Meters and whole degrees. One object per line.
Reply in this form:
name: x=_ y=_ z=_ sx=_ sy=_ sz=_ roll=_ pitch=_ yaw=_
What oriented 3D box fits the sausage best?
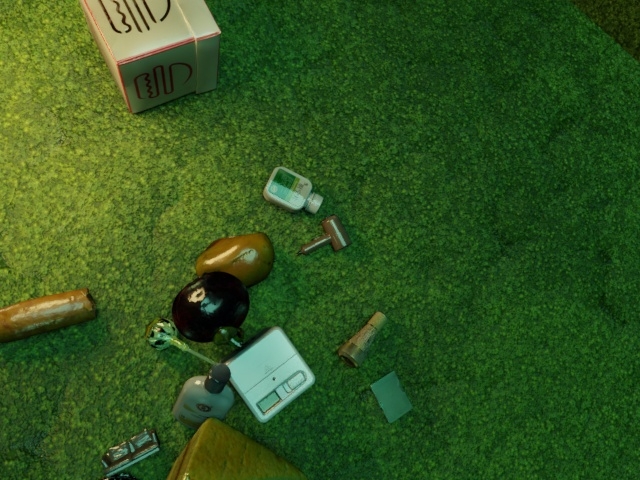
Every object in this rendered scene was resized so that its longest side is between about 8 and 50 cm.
sausage: x=-0.750 y=0.203 z=1.317 sx=0.271 sy=0.109 sz=0.108 roll=-14 pitch=83 yaw=-15

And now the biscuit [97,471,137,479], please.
biscuit: x=-0.545 y=0.720 z=1.294 sx=0.195 sy=0.053 sz=0.194 roll=3 pitch=78 yaw=-16

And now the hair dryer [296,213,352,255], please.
hair dryer: x=0.000 y=0.000 z=1.587 sx=0.182 sy=0.064 sz=0.117 roll=-27 pitch=86 yaw=-13

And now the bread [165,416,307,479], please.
bread: x=-0.215 y=0.670 z=1.276 sx=0.362 sy=0.245 sz=0.233 roll=31 pitch=111 yaw=-11

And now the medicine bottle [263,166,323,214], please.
medicine bottle: x=-0.086 y=-0.153 z=1.587 sx=0.183 sy=0.069 sz=0.119 roll=27 pitch=71 yaw=-10

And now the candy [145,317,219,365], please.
candy: x=-0.360 y=0.290 z=1.341 sx=0.306 sy=0.083 sz=0.091 roll=17 pitch=42 yaw=29

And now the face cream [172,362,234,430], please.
face cream: x=-0.300 y=0.419 z=1.305 sx=0.144 sy=0.291 sz=0.071 roll=25 pitch=41 yaw=-10

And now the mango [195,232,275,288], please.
mango: x=-0.252 y=0.066 z=1.464 sx=0.236 sy=0.136 sz=0.166 roll=-9 pitch=88 yaw=-9

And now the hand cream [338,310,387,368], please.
hand cream: x=0.143 y=0.306 z=1.560 sx=0.084 sy=0.084 sz=0.203 roll=43 pitch=64 yaw=-4

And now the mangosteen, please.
mangosteen: x=-0.286 y=0.192 z=1.337 sx=0.216 sy=0.216 sz=0.215 roll=3 pitch=78 yaw=-15

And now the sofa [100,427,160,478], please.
sofa: x=-0.510 y=0.565 z=1.318 sx=0.147 sy=0.085 sz=0.060 roll=-24 pitch=89 yaw=-18

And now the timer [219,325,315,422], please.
timer: x=-0.157 y=0.373 z=1.395 sx=0.192 sy=0.195 sz=0.194 roll=-35 pitch=91 yaw=-19

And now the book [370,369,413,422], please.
book: x=0.225 y=0.501 z=1.568 sx=0.103 sy=0.017 sz=0.134 roll=-27 pitch=88 yaw=-21

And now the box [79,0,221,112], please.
box: x=-0.496 y=-0.608 z=1.438 sx=0.300 sy=0.312 sz=0.314 roll=-27 pitch=86 yaw=-17
